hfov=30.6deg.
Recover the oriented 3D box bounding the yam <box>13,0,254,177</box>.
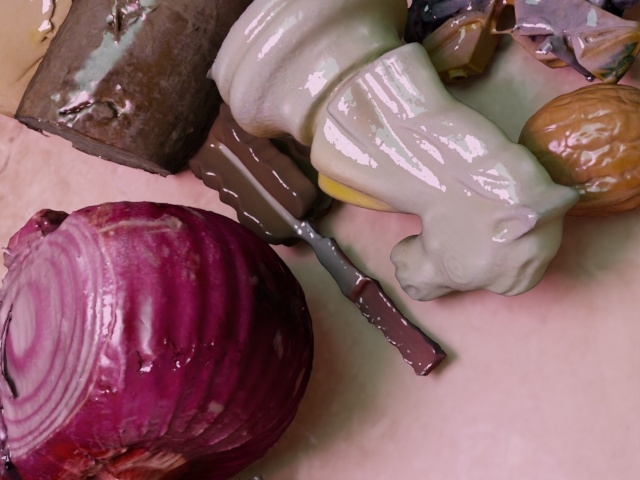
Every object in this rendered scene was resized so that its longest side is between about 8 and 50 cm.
[{"bbox_3d":[-0.139,-0.206,1.055,0.168,0.168,0.304,28,89,30],"label":"yam"}]

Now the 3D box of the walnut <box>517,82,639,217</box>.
[{"bbox_3d":[0.205,-0.067,0.883,0.124,0.105,0.105,-5,73,18],"label":"walnut"}]

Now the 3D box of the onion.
[{"bbox_3d":[-0.117,0.088,0.903,0.230,0.256,0.273,-25,84,24],"label":"onion"}]

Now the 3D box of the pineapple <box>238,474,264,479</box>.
[{"bbox_3d":[-0.019,0.341,0.851,0.175,0.175,0.361,-47,52,7],"label":"pineapple"}]

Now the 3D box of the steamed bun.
[{"bbox_3d":[-0.321,-0.271,1.163,0.232,0.166,0.273,-48,61,9],"label":"steamed bun"}]

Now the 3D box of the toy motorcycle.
[{"bbox_3d":[0.166,-0.171,0.936,0.229,0.094,0.130,-12,75,34],"label":"toy motorcycle"}]

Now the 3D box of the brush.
[{"bbox_3d":[0.000,0.000,0.989,0.301,0.071,0.084,46,112,24],"label":"brush"}]

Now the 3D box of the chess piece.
[{"bbox_3d":[0.063,-0.069,0.907,0.176,0.175,0.298,-43,70,9],"label":"chess piece"}]

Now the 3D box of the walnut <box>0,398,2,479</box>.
[{"bbox_3d":[-0.300,0.225,0.954,0.221,0.243,0.269,-31,72,38],"label":"walnut"}]
